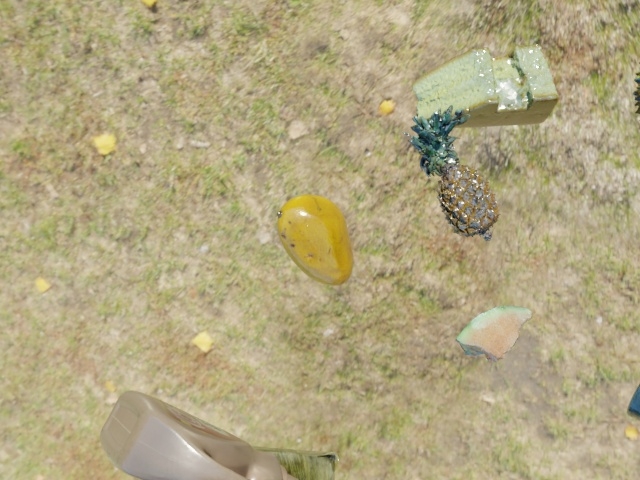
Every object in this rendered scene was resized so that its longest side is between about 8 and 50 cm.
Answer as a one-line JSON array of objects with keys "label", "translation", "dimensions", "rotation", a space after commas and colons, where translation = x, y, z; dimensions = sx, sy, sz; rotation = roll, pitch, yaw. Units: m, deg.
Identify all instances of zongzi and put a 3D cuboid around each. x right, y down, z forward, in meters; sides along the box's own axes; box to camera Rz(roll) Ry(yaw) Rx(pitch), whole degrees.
[{"label": "zongzi", "translation": [-0.076, 0.434, 1.170], "dimensions": [0.205, 0.204, 0.094], "rotation": [9, 145, -13]}]

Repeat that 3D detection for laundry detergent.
[{"label": "laundry detergent", "translation": [-0.105, 0.246, 0.775], "dimensions": [0.237, 0.076, 0.171], "rotation": [33, 166, -25]}]

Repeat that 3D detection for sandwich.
[{"label": "sandwich", "translation": [0.295, -0.272, 1.328], "dimensions": [0.236, 0.128, 0.122], "rotation": [-7, 74, -4]}]

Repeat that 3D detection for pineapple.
[{"label": "pineapple", "translation": [0.214, -0.100, 1.120], "dimensions": [0.103, 0.083, 0.221], "rotation": [-26, 84, 18]}]

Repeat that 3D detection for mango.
[{"label": "mango", "translation": [0.000, 0.000, 1.562], "dimensions": [0.227, 0.147, 0.109], "rotation": [54, 162, -22]}]

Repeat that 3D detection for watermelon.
[{"label": "watermelon", "translation": [0.304, 0.165, 1.275], "dimensions": [0.080, 0.155, 0.101], "rotation": [36, 152, 20]}]

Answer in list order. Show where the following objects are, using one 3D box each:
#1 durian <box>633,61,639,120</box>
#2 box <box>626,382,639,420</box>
[{"label": "durian", "translation": [0.457, -0.144, 0.844], "dimensions": [0.138, 0.193, 0.237], "rotation": [-34, 65, 6]}, {"label": "box", "translation": [0.746, 0.196, 1.396], "dimensions": [0.111, 0.396, 0.396], "rotation": [31, 93, 33]}]
